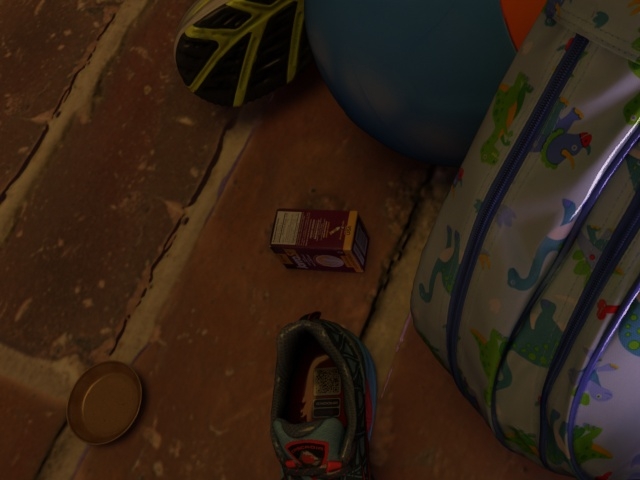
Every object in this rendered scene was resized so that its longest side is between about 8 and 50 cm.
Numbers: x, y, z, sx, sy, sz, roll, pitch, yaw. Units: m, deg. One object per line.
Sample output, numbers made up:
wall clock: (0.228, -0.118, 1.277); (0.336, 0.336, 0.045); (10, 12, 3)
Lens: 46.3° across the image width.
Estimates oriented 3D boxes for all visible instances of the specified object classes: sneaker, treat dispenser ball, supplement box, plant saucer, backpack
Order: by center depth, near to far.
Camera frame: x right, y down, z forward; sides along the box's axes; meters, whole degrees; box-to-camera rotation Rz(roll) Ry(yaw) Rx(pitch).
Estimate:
backpack: (0.215, -0.010, 0.505); (0.355, 0.290, 0.273); (-50, 50, 29)
sneaker: (-0.006, 0.183, 0.596); (0.104, 0.125, 0.262); (-13, 61, 12)
treat dispenser ball: (0.130, -0.207, 0.649); (0.288, 0.288, 0.288); (-7, 63, 15)
supplement box: (0.000, 0.000, 0.725); (0.083, 0.055, 0.043); (2, 66, 20)
plant saucer: (-0.211, 0.161, 0.739); (0.083, 0.015, 0.083); (-8, 63, 15)
sneaker: (0.010, -0.290, 0.820); (0.384, 0.145, 0.147); (-23, 39, -3)
